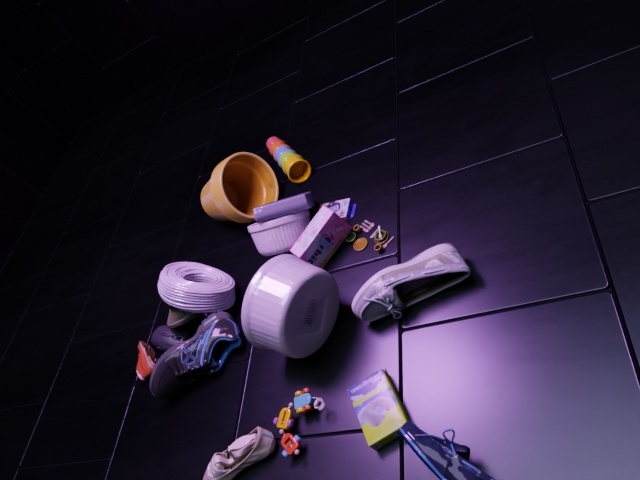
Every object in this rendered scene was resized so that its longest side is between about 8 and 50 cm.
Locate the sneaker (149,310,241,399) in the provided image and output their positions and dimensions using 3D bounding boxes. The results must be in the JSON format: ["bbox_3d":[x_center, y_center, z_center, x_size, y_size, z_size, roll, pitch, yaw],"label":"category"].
[{"bbox_3d":[-0.391,0.373,1.622,0.341,0.125,0.140,-47,43,-3],"label":"sneaker"}]

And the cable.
[{"bbox_3d":[-0.409,0.153,1.742,0.257,0.257,0.089,-127,46,-67],"label":"cable"}]

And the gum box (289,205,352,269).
[{"bbox_3d":[0.000,0.000,1.631,0.188,0.107,0.062,-53,41,-2],"label":"gum box"}]

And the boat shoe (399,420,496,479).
[{"bbox_3d":[0.277,0.456,1.062,0.089,0.109,0.258,-44,57,-12],"label":"boat shoe"}]

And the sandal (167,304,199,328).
[{"bbox_3d":[-0.494,0.209,1.832,0.120,0.086,0.302,-27,29,0],"label":"sandal"}]

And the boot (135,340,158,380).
[{"bbox_3d":[-0.617,0.417,1.817,0.084,0.059,0.158,-48,42,1],"label":"boot"}]

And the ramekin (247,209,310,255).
[{"bbox_3d":[-0.125,-0.024,1.703,0.207,0.108,0.207,-16,6,2],"label":"ramekin"}]

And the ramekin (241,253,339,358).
[{"bbox_3d":[-0.070,0.186,1.426,0.135,0.277,0.277,16,67,36],"label":"ramekin"}]

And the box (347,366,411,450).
[{"bbox_3d":[0.137,0.394,1.252,0.109,0.042,0.178,-35,42,9],"label":"box"}]

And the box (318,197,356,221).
[{"bbox_3d":[0.053,-0.095,1.747,0.136,0.028,0.081,-12,49,33],"label":"box"}]

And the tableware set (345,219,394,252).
[{"bbox_3d":[0.145,-0.008,1.603,0.104,0.024,0.154,-47,41,-5],"label":"tableware set"}]

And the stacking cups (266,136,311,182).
[{"bbox_3d":[-0.141,-0.335,2.050,0.096,0.096,0.316,-41,41,2],"label":"stacking cups"}]

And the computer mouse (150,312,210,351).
[{"bbox_3d":[-0.493,0.306,1.809,0.262,0.060,0.184,6,60,41],"label":"computer mouse"}]

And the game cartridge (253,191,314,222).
[{"bbox_3d":[-0.119,-0.113,1.738,0.198,0.062,0.297,-12,6,-2],"label":"game cartridge"}]

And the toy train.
[{"bbox_3d":[-0.051,0.466,1.339,0.125,0.046,0.166,28,78,46],"label":"toy train"}]

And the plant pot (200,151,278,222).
[{"bbox_3d":[-0.327,-0.179,1.970,0.239,0.254,0.253,-15,46,48],"label":"plant pot"}]

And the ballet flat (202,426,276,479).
[{"bbox_3d":[-0.231,0.568,1.363,0.249,0.086,0.086,-37,41,8],"label":"ballet flat"}]

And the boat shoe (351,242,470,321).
[{"bbox_3d":[0.230,0.124,1.356,0.321,0.118,0.103,-28,38,6],"label":"boat shoe"}]
